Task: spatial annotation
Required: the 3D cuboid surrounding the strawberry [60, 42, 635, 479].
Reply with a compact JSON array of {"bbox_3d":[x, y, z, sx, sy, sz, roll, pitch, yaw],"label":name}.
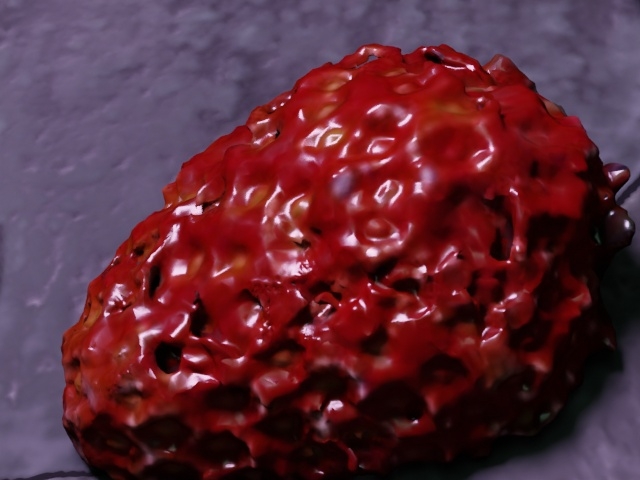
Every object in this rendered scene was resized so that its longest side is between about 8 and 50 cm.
[{"bbox_3d":[0.000,0.000,0.749,0.236,0.111,0.190,-26,53,-10],"label":"strawberry"}]
